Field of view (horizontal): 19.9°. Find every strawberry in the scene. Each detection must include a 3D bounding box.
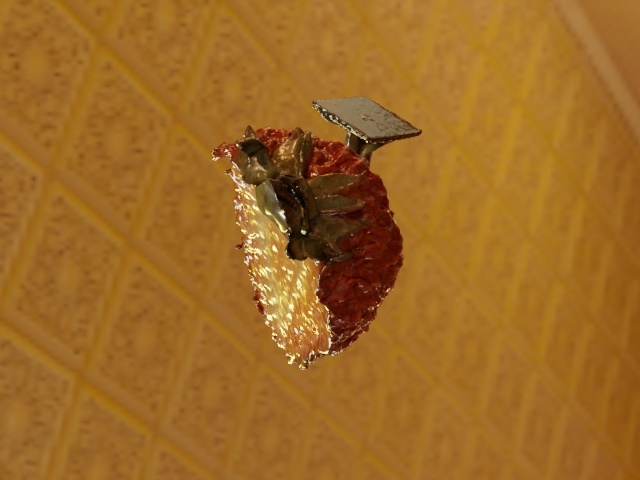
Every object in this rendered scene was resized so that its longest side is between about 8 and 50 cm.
[{"bbox_3d":[0.000,0.000,1.501,0.106,0.188,0.286,-27,-25,-13],"label":"strawberry"}]

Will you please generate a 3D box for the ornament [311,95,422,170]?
[{"bbox_3d":[0.008,-0.034,1.734,0.081,0.088,0.203,0,-58,-52],"label":"ornament"}]
